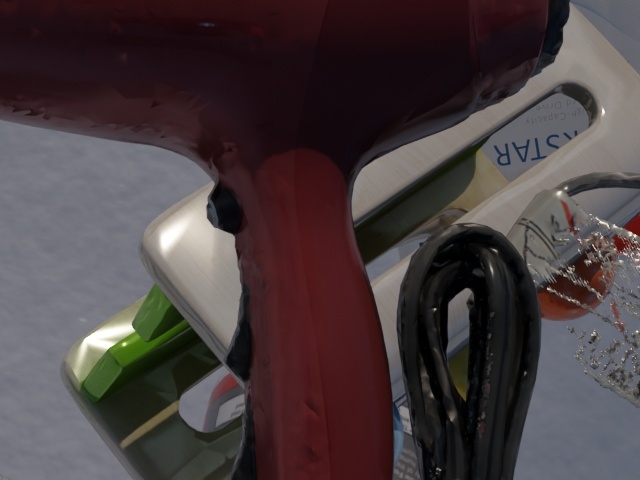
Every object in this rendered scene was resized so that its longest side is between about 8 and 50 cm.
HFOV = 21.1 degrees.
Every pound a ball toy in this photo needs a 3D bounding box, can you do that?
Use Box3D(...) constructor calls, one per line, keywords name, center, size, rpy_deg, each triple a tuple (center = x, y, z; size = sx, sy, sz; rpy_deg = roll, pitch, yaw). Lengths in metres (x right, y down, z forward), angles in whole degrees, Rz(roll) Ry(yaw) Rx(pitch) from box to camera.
Box3D(name="pound a ball toy", center=(0.036, 0.024, 0.810), size=(0.319, 0.208, 0.135), rpy_deg=(-33, 79, -37))

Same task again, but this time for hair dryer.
Box3D(name="hair dryer", center=(0.000, 0.000, 0.401), size=(0.293, 0.080, 0.223), rpy_deg=(34, 64, 2))

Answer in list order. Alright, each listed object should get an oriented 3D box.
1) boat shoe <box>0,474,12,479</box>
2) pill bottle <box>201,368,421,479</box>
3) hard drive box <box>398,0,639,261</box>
Box3D(name="boat shoe", center=(-0.146, 0.090, 0.447), size=(0.083, 0.226, 0.075), rpy_deg=(36, 66, -18))
Box3D(name="pill bottle", center=(-0.010, 0.271, 1.270), size=(0.210, 0.210, 0.363), rpy_deg=(38, 44, -30))
Box3D(name="hard drive box", center=(0.129, -0.096, 1.063), size=(0.089, 0.181, 0.232), rpy_deg=(10, 70, -73))
